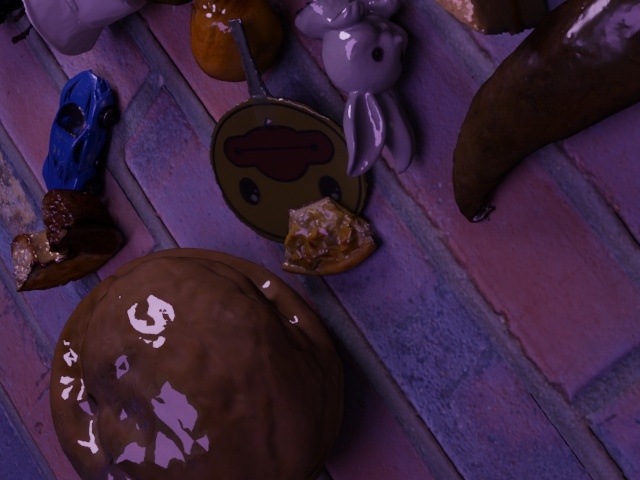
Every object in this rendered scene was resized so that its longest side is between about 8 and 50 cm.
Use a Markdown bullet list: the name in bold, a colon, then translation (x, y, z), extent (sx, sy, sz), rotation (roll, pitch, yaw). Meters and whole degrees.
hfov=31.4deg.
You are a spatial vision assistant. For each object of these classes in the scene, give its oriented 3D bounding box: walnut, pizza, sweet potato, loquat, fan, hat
- **walnut**: translation (-0.152, 0.198, 1.458), extent (0.384, 0.383, 0.383), rotation (12, 108, 39)
- **pizza**: translation (0.000, 0.000, 1.446), extent (0.160, 0.036, 0.099), rotation (-16, 111, 38)
- **sweet potato**: translation (0.246, -0.154, 1.159), extent (0.423, 0.130, 0.130), rotation (-42, 73, 46)
- **loquat**: translation (-0.111, -0.269, 1.446), extent (0.137, 0.113, 0.137), rotation (45, 146, 41)
- **fan**: translation (-0.054, -0.121, 1.429), extent (0.230, 0.011, 0.335), rotation (0, 120, 31)
- **hat**: translation (-0.315, -0.357, 1.564), extent (0.126, 0.203, 0.203), rotation (-11, 94, 21)

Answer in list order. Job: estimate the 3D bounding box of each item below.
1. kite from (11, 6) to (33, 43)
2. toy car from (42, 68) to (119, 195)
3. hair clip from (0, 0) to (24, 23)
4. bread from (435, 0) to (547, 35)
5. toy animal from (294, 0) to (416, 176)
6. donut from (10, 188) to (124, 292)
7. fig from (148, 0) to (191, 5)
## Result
- **kite**: translation (-0.392, -0.354, 1.602), extent (0.015, 0.245, 0.141), rotation (3, 120, 6)
- **toy car**: translation (-0.370, -0.155, 1.723), extent (0.103, 0.063, 0.216), rotation (35, 122, 30)
- **hair clip**: translation (-0.576, -0.466, 1.725), extent (0.194, 0.206, 0.310), rotation (-25, 83, 38)
- **bread**: translation (0.148, -0.350, 1.164), extent (0.264, 0.168, 0.163), rotation (43, 125, 21)
- **toy animal**: translation (0.062, -0.190, 1.313), extent (0.131, 0.104, 0.220), rotation (-30, 81, 40)
- **donut**: translation (-0.386, -0.005, 1.731), extent (0.217, 0.141, 0.085), rotation (-40, 64, 39)
- **fig**: translation (-0.204, -0.401, 1.480), extent (0.142, 0.148, 0.186), rotation (-6, 63, 42)
